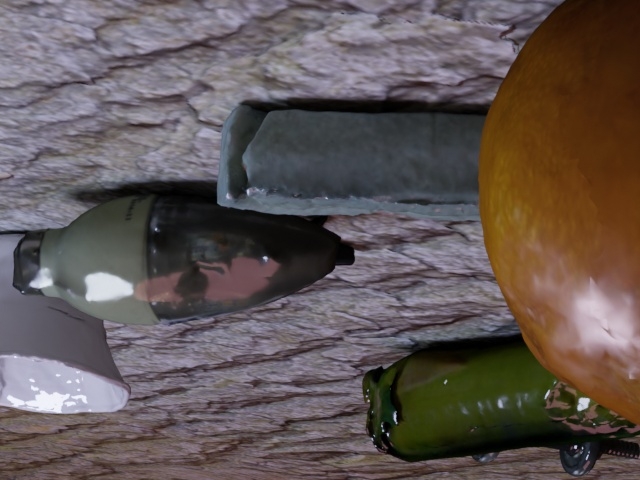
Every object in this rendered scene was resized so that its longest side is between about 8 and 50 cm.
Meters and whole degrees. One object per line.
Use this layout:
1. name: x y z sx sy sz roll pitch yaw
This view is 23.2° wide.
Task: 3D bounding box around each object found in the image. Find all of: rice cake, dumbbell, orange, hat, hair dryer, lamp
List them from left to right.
1. hat: -0.246 0.068 1.321 0.203 0.126 0.203 6 163 2
2. lamp: -0.108 0.014 1.149 0.250 0.101 0.101 -1 162 9
3. hair dryer: 0.000 0.000 1.197 0.079 0.031 0.083 2 158 -24
4. rice cake: 0.100 -0.042 0.951 0.336 0.066 0.063 4 163 8
5. dumbbell: 0.231 0.209 1.686 0.254 0.081 0.081 12 162 -16
6. orange: 0.198 -0.020 0.692 0.261 0.261 0.261 6 163 2

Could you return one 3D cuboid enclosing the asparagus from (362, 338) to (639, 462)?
1. asparagus: 0.207 0.134 1.421 0.382 0.108 0.128 -14 153 43
